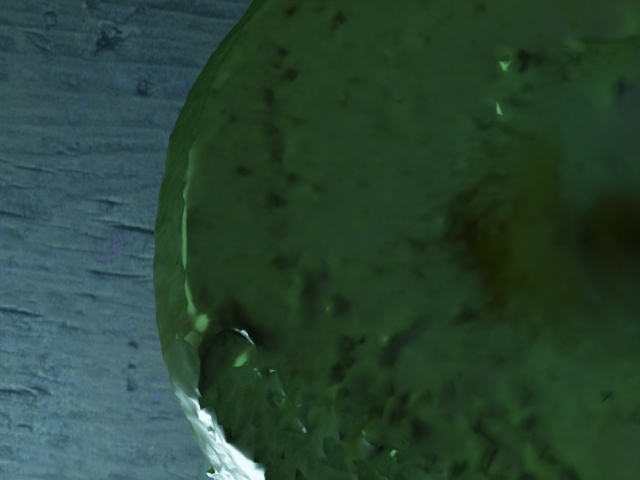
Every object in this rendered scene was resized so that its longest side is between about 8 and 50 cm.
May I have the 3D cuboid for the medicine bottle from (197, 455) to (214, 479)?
[{"bbox_3d":[0.073,0.249,0.704,0.212,0.325,0.212,-171,90,-78],"label":"medicine bottle"}]

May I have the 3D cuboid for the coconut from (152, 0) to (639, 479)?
[{"bbox_3d":[0.123,0.032,0.496,0.404,0.404,0.405,-172,90,-78],"label":"coconut"}]
